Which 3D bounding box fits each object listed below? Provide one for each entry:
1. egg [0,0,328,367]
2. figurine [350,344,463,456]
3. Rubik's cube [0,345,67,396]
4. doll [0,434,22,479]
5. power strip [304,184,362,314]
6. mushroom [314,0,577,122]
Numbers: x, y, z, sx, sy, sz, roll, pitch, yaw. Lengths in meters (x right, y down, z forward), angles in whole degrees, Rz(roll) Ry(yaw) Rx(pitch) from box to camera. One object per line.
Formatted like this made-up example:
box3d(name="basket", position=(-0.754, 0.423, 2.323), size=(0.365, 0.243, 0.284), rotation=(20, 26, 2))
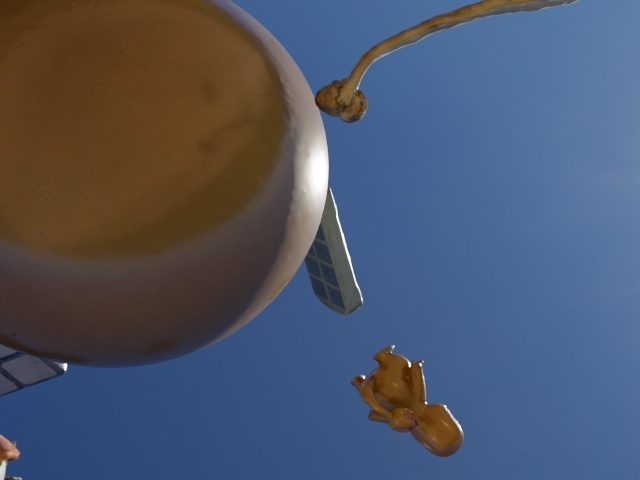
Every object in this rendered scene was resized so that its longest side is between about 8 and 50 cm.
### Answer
box3d(name="egg", position=(-0.173, -0.056, 0.676), size=(0.374, 0.301, 0.301), rotation=(8, -129, 35))
box3d(name="figurine", position=(0.124, 0.240, 1.228), size=(0.176, 0.121, 0.122), rotation=(38, -162, 3))
box3d(name="Rubik's cube", position=(-0.636, 0.058, 1.480), size=(0.337, 0.344, 0.344), rotation=(-20, -139, 16))
box3d(name="doll", position=(-0.390, 0.288, 0.970), size=(0.161, 0.257, 0.215), rotation=(-38, -150, 3))
box3d(name="power strip", position=(0.000, 0.000, 1.094), size=(0.029, 0.227, 0.080), rotation=(-32, -146, -24))
box3d(name="mushroom", position=(0.111, -0.134, 0.505), size=(0.286, 0.028, 0.026), rotation=(-31, -129, -25))
